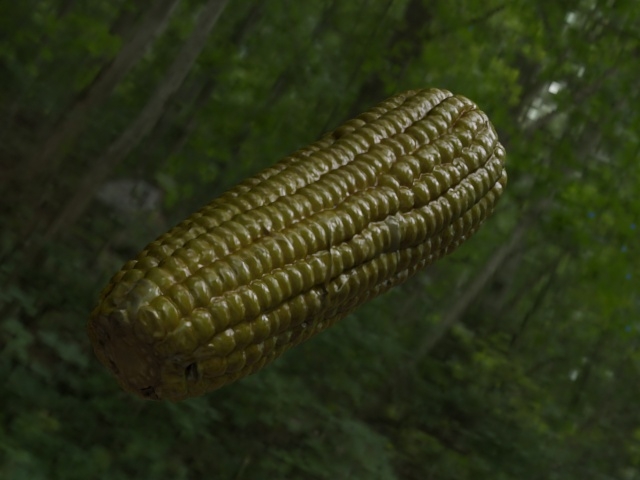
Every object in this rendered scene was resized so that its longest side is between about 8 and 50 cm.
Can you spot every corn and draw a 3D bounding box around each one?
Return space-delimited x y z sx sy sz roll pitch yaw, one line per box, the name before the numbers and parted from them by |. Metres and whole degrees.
corn | 0.000 0.000 0.567 0.080 0.231 0.080 24 -50 32
